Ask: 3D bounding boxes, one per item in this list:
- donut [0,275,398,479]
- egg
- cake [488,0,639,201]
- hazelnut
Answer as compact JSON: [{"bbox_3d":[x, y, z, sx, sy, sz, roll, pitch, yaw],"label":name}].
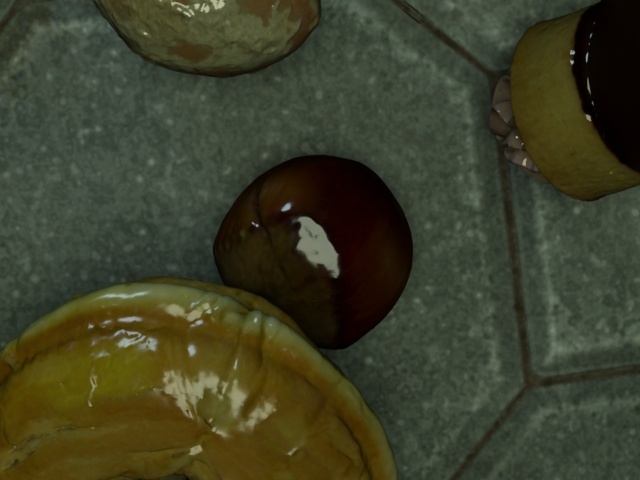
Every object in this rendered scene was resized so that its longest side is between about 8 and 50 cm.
[{"bbox_3d":[-0.147,0.232,1.752,0.448,0.198,0.449,4,123,6],"label":"donut"},{"bbox_3d":[-0.111,-0.253,1.739,0.233,0.195,0.195,10,97,-6],"label":"egg"},{"bbox_3d":[0.255,-0.139,1.797,0.185,0.178,0.208,29,67,-37],"label":"cake"},{"bbox_3d":[0.000,0.000,1.796,0.208,0.208,0.208,0,98,-3],"label":"hazelnut"}]
